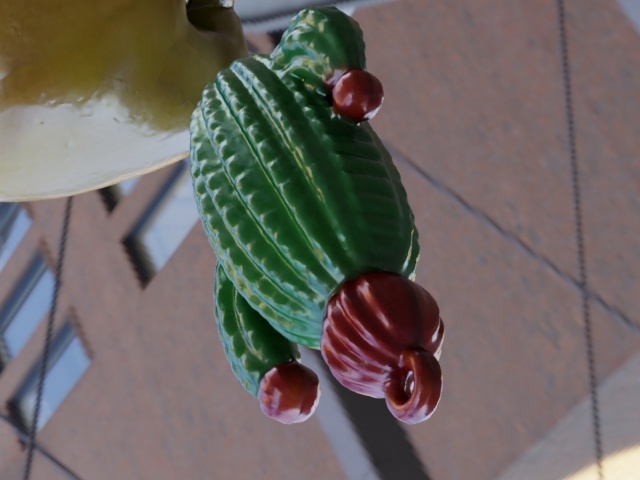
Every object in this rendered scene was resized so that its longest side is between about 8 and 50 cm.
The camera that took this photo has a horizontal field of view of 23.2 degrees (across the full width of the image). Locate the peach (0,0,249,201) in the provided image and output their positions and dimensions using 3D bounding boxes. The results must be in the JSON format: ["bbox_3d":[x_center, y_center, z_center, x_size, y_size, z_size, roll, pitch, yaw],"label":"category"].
[{"bbox_3d":[-0.226,-0.176,1.342,0.289,0.308,0.289,-11,-90,-76],"label":"peach"}]

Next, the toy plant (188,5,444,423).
[{"bbox_3d":[-0.008,0.002,0.745,0.088,0.154,0.240,9,-125,-31],"label":"toy plant"}]
